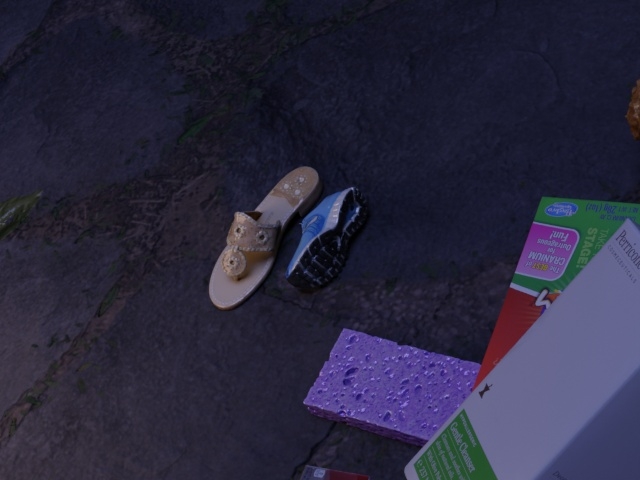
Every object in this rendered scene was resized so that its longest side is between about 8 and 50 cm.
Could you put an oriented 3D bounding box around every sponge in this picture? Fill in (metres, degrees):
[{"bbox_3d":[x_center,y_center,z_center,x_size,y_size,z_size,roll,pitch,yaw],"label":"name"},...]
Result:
[{"bbox_3d":[0.093,0.182,1.947,0.210,0.031,0.117,12,59,34],"label":"sponge"}]

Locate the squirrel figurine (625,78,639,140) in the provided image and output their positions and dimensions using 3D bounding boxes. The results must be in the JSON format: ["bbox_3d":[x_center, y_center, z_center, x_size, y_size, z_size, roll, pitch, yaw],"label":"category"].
[{"bbox_3d":[0.553,-0.200,1.887,0.396,0.281,0.370,-2,44,18],"label":"squirrel figurine"}]

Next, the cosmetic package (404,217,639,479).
[{"bbox_3d":[0.272,0.186,1.616,0.365,0.155,0.197,-52,24,13],"label":"cosmetic package"}]

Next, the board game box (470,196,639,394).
[{"bbox_3d":[0.333,0.098,1.879,0.242,0.064,0.317,5,55,29],"label":"board game box"}]

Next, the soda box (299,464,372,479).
[{"bbox_3d":[-0.014,0.387,1.789,0.092,0.083,0.263,6,56,31],"label":"soda box"}]

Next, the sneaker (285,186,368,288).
[{"bbox_3d":[0.000,0.000,2.141,0.073,0.063,0.162,-1,45,48],"label":"sneaker"}]

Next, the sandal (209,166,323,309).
[{"bbox_3d":[-0.089,-0.023,2.176,0.088,0.079,0.240,20,63,37],"label":"sandal"}]
